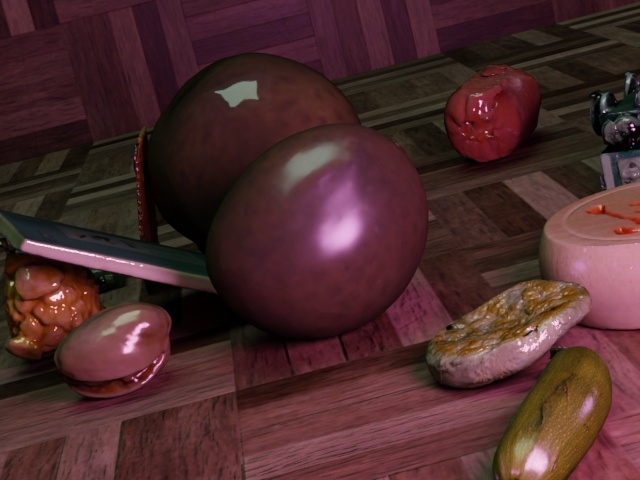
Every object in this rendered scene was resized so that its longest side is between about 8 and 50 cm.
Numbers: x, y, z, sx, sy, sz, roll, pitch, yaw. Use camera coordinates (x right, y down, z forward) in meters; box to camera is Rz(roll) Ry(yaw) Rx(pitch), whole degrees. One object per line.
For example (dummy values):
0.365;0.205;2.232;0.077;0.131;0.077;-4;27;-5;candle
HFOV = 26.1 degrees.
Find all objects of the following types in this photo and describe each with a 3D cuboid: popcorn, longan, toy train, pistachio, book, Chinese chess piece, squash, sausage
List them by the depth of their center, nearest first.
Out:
0.210;0.150;1.216;0.080;0.071;0.318;-11;14;23;squash
0.377;0.009;1.543;0.273;0.102;0.273;-13;14;3;Chinese chess piece
-0.247;0.131;1.669;0.149;0.113;0.113;-16;14;-14;pistachio
0.000;0.000;1.696;0.300;0.300;0.243;-21;57;-26;longan
-0.245;0.023;1.881;0.379;0.031;0.264;13;4;-22;book
-0.365;0.087;1.894;0.140;0.163;0.194;-10;-20;-7;popcorn
0.471;-0.162;2.007;0.115;0.154;0.269;-5;17;30;toy train
-0.099;-0.121;2.096;0.360;0.361;0.361;-13;14;3;longan
-0.340;0.055;2.206;0.056;0.038;0.093;-9;13;-6;toy train
0.305;-0.227;2.429;0.152;0.152;0.279;-8;15;24;sausage

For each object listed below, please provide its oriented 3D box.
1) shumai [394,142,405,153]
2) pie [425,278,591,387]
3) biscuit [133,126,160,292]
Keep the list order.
0.109;-0.088;2.254;0.099;0.124;0.087;-2;43;-42;shumai
0.196;0.095;1.448;0.186;0.041;0.187;-27;11;6;pie
-0.272;-0.056;2.169;0.013;0.232;0.237;-4;15;-2;biscuit
